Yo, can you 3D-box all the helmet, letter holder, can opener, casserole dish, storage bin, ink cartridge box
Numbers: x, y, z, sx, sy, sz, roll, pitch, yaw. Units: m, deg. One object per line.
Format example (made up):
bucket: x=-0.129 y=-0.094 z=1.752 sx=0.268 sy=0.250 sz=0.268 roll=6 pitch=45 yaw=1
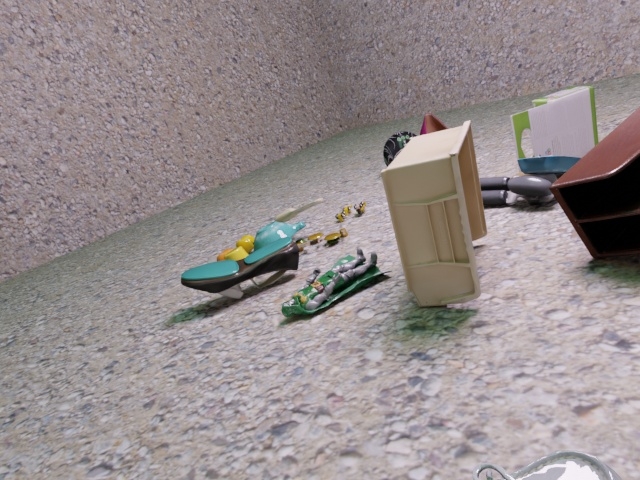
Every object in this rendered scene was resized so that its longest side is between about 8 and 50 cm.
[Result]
helmet: x=0.311 y=-0.322 z=1.752 sx=0.169 sy=0.169 sz=0.162 roll=-16 pitch=35 yaw=4
letter holder: x=0.570 y=-0.123 z=0.743 sx=0.301 sy=0.152 sz=0.214 roll=-37 pitch=7 yaw=-17
can opener: x=0.437 y=-0.132 z=1.157 sx=0.280 sy=0.093 sz=0.074 roll=1 pitch=65 yaw=48
casserole dish: x=0.554 y=-0.177 z=1.121 sx=0.188 sy=0.037 sz=0.114 roll=-3 pitch=3 yaw=-37
storage bin: x=0.223 y=-0.054 z=0.857 sx=0.123 sy=0.261 sz=0.262 roll=-8 pitch=21 yaw=24
ink cartridge box: x=0.642 y=-0.308 z=1.335 sx=0.255 sy=0.189 sz=0.097 roll=-19 pitch=19 yaw=-6

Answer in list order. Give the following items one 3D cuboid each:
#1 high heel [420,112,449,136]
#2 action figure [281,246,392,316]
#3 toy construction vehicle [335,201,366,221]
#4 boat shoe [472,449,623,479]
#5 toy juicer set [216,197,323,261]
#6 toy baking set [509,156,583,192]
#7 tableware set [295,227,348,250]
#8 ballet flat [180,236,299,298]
high heel: x=0.431 y=-0.347 z=1.651 sx=0.127 sy=0.181 sz=0.377 roll=-18 pitch=18 yaw=-3
action figure: x=0.016 y=0.089 z=0.958 sx=0.232 sy=0.064 sz=0.137 roll=-32 pitch=26 yaw=-28
toy construction vehicle: x=0.098 y=-0.089 z=1.452 sx=0.085 sy=0.035 sz=0.098 roll=-22 pitch=13 yaw=21
boat shoe: x=0.109 y=0.247 z=0.333 sx=0.320 sy=0.103 sz=0.118 roll=-24 pitch=19 yaw=-18
toy juicer set: x=-0.144 y=0.002 z=1.330 sx=0.329 sy=0.090 sz=0.209 roll=-37 pitch=12 yaw=-27
toy baking set: x=0.606 y=-0.164 z=1.211 sx=0.256 sy=0.030 sz=0.196 roll=-31 pitch=27 yaw=-19
tableware set: x=0.000 y=0.000 z=1.292 sx=0.154 sy=0.024 sz=0.104 roll=-17 pitch=15 yaw=4
ballet flat: x=-0.176 y=0.080 z=1.092 sx=0.280 sy=0.096 sz=0.095 roll=-18 pitch=22 yaw=-7
